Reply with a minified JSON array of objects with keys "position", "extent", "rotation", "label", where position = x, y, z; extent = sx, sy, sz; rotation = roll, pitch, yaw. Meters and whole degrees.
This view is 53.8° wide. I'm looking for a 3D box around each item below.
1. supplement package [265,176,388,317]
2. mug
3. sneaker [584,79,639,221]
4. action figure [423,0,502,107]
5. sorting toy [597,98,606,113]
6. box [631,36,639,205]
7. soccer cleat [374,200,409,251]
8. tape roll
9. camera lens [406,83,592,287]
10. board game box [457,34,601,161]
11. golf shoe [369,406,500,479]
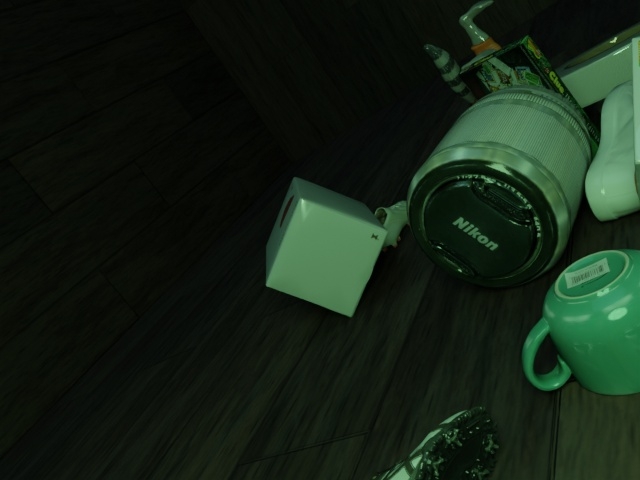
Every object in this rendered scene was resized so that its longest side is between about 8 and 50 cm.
[{"position":[0.000,0.000,1.250],"extent":[0.293,0.175,0.178],"rotation":[-111,43,-76],"label":"supplement package"},{"position":[0.275,0.078,0.610],"extent":[0.157,0.097,0.129],"rotation":[-40,14,-19],"label":"mug"},{"position":[0.468,-0.140,0.895],"extent":[0.123,0.106,0.290],"rotation":[-17,34,44],"label":"sneaker"},{"position":[0.320,-0.281,1.221],"extent":[0.178,0.330,0.341],"rotation":[-19,40,11],"label":"action figure"},{"position":[0.620,-0.291,1.140],"extent":[0.208,0.038,0.193],"rotation":[-33,14,14],"label":"sorting toy"},{"position":[0.429,-0.142,0.745],"extent":[0.103,0.114,0.203],"rotation":[-4,56,30],"label":"box"},{"position":[0.155,-0.051,1.378],"extent":[0.068,0.076,0.196],"rotation":[-27,16,33],"label":"soccer cleat"},{"position":[0.599,-0.365,1.255],"extent":[0.391,0.072,0.392],"rotation":[-29,7,4],"label":"tape roll"},{"position":[0.265,-0.082,0.914],"extent":[0.219,0.219,0.274],"rotation":[-23,19,43],"label":"camera lens"},{"position":[0.349,-0.198,1.015],"extent":[0.136,0.260,0.030],"rotation":[-16,34,54],"label":"board game box"},{"position":[0.088,0.230,0.603],"extent":[0.198,0.077,0.094],"rotation":[-40,14,-23],"label":"golf shoe"}]
